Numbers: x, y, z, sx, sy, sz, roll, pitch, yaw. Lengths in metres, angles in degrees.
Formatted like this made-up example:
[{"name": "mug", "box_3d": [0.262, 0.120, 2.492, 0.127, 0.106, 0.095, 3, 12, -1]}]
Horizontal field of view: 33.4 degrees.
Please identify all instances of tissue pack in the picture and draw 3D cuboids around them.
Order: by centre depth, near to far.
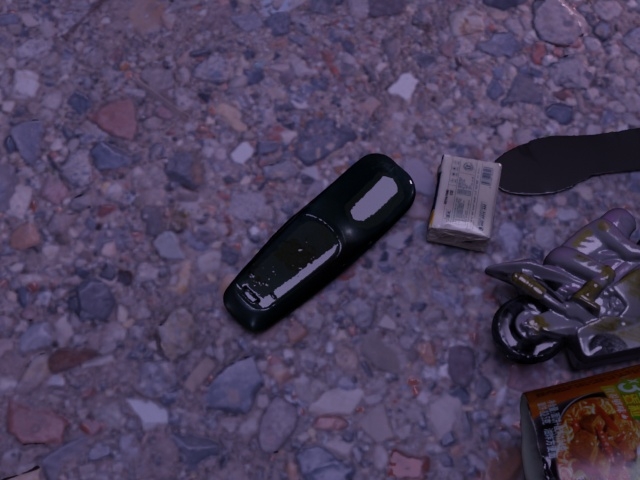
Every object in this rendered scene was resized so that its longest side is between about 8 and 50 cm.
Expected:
[{"name": "tissue pack", "box_3d": [0.139, -0.036, 1.032, 0.062, 0.042, 0.083, 11, 66, 2]}]

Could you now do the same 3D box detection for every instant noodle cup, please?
[{"name": "instant noodle cup", "box_3d": [0.261, 0.195, 0.844, 0.182, 0.230, 0.230, -6, 66, 5]}]

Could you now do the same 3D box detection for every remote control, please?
[{"name": "remote control", "box_3d": [0.000, 0.000, 1.013, 0.222, 0.042, 0.072, -42, 75, -17]}]

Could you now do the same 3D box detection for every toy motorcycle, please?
[{"name": "toy motorcycle", "box_3d": [0.263, 0.040, 0.984, 0.225, 0.073, 0.152, -3, 64, -4]}]

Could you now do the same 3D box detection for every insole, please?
[{"name": "insole", "box_3d": [0.262, -0.082, 1.075, 0.188, 0.004, 0.064, -10, 67, -6]}]
